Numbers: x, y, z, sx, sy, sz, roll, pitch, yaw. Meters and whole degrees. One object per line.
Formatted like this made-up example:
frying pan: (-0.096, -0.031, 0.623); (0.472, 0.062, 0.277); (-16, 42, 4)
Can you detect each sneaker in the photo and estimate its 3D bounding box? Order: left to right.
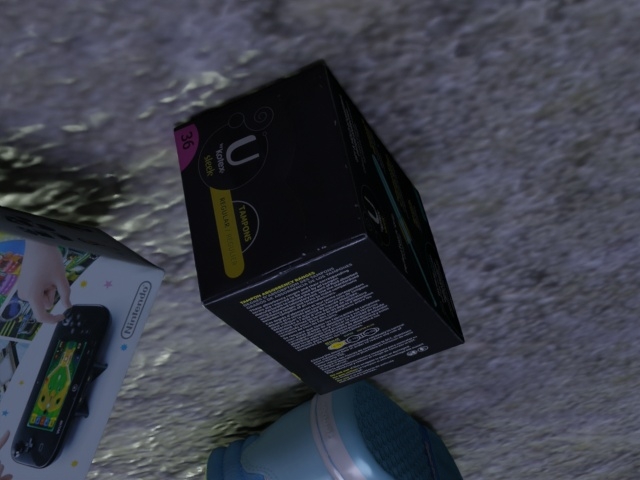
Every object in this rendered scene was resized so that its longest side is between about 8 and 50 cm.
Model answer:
sneaker: (0.011, 0.243, 1.149); (0.208, 0.127, 0.319); (-25, 137, 16)

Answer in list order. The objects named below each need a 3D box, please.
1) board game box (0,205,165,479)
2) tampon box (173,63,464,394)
board game box: (-0.261, 0.074, 0.683); (0.303, 0.097, 0.224); (16, 98, -42)
tampon box: (0.000, 0.000, 0.751); (0.101, 0.120, 0.161); (-22, 147, 15)
